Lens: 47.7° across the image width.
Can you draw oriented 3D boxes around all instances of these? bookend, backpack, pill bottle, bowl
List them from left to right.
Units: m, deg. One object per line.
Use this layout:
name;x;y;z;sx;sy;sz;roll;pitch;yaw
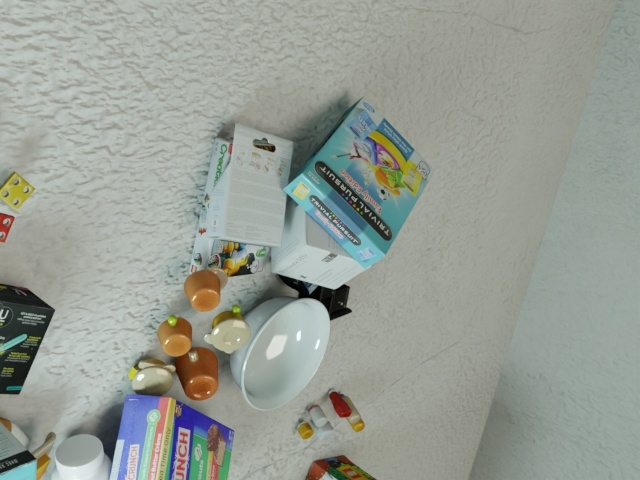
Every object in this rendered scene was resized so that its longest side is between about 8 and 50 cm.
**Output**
pill bottle;-0.479;0.506;1.474;0.121;0.121;0.216;-26;130;-41
bowl;-0.122;0.252;1.761;0.298;0.134;0.298;-29;131;-40
backpack;-0.050;0.075;1.771;0.084;0.105;0.114;-50;147;-18
bookend;0.022;0.128;1.921;0.157;0.072;0.156;-13;120;-48

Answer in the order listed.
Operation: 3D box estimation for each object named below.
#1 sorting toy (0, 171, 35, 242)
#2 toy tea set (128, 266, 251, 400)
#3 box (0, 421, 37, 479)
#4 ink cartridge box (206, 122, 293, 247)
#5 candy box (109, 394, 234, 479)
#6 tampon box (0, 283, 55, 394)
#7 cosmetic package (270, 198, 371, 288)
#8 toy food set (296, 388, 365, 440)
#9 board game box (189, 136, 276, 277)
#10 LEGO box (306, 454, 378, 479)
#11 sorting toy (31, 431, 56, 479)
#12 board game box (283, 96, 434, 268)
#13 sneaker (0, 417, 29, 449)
sorting toy;-0.566;-0.080;1.073;0.274;0.046;0.132;15;98;-54
toy tea set;-0.268;0.198;1.554;0.200;0.124;0.336;21;113;-29
box;-0.560;0.330;1.158;0.100;0.244;0.060;-13;120;-47
ink cartridge box;-0.144;-0.108;1.512;0.189;0.066;0.232;10;82;-53
candy box;-0.317;0.503;1.563;0.317;0.122;0.268;53;38;-57
tampon box;-0.543;0.160;1.200;0.120;0.101;0.161;21;93;-55
cosmetic package;0.000;0.000;1.657;0.183;0.151;0.151;16;56;-30
toy food set;0.027;0.518;2.172;0.232;0.104;0.111;-1;126;-33
board game box;-0.172;-0.068;1.573;0.193;0.053;0.305;-6;115;-50
LEGO box;0.075;0.994;2.254;0.193;0.372;0.500;12;101;-53
sorting toy;-0.560;0.469;1.307;0.193;0.038;0.208;-60;177;22
board game box;0.100;-0.140;1.651;0.254;0.079;0.336;44;47;-11
sneaker;-0.640;0.422;1.236;0.290;0.106;0.123;-56;152;-31
